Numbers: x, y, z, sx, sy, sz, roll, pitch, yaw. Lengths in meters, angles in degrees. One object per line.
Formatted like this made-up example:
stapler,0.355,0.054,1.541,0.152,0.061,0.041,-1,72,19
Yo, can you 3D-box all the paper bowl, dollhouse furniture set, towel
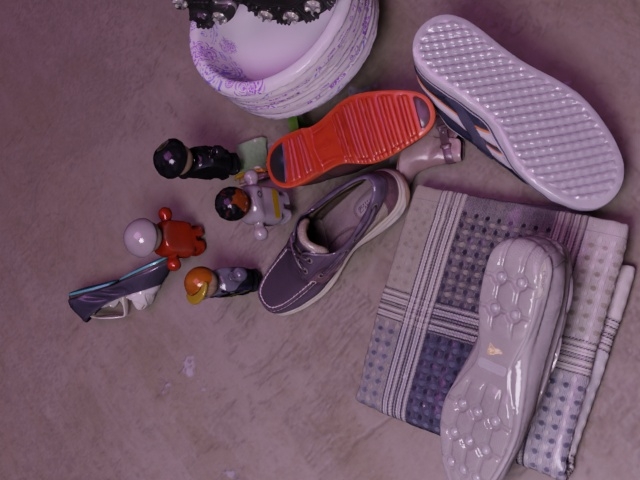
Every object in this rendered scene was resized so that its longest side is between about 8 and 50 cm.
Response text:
paper bowl,-0.044,-0.317,1.377,0.284,0.148,0.284,-12,66,29
dollhouse furniture set,-0.084,-0.139,1.408,0.152,0.058,0.076,-17,68,26
towel,0.218,0.101,1.173,0.312,0.056,0.324,14,86,36

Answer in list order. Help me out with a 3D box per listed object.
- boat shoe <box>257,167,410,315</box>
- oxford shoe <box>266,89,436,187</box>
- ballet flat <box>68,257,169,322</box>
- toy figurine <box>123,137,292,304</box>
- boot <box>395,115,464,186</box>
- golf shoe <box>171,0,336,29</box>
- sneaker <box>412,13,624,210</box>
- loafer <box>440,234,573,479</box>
boat shoe,0.000,0.000,1.286,0.285,0.092,0.103,-42,63,24
oxford shoe,0.053,-0.145,1.291,0.271,0.098,0.097,-15,84,35
ballet flat,-0.314,0.086,1.483,0.203,0.074,0.074,-20,66,18
toy figurine,-0.170,-0.027,1.352,0.209,0.148,0.213,39,110,32
boot,0.155,-0.118,1.273,0.087,0.042,0.118,8,87,24
golf shoe,-0.090,-0.371,1.277,0.273,0.105,0.120,9,69,33
sneaker,0.254,-0.158,1.183,0.126,0.127,0.321,-43,77,-1
loafer,0.222,0.149,1.059,0.112,0.111,0.319,28,111,41
